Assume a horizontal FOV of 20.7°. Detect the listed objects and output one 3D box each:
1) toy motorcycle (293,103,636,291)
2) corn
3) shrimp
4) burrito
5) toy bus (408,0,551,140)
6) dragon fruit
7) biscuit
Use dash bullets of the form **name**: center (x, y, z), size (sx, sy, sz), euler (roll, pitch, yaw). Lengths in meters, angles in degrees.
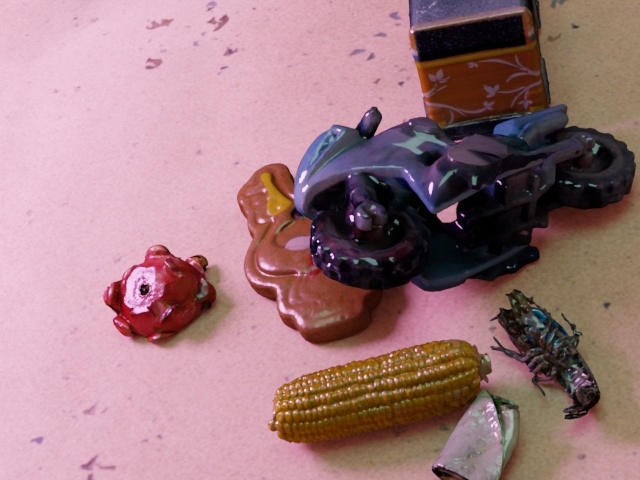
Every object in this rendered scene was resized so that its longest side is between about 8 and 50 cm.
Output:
- **toy motorcycle**: center (0.141, -0.070, 1.931), size (0.416, 0.172, 0.232), euler (-21, 42, -26)
- **corn**: center (0.061, 0.156, 1.807), size (0.238, 0.080, 0.080), euler (-15, 43, 6)
- **shrimp**: center (0.235, 0.124, 1.810), size (0.082, 0.076, 0.174), euler (-53, 45, 21)
- **burrito**: center (0.164, 0.203, 1.750), size (0.074, 0.044, 0.118), euler (18, 55, 29)
- **toy bus**: center (0.187, -0.290, 2.137), size (0.162, 0.194, 0.323), euler (-9, 44, 10)
- **dragon fruit**: center (-0.183, 0.054, 1.995), size (0.126, 0.068, 0.112), euler (-23, 44, -4)
- **biscuit**: center (-0.001, -0.002, 2.014), size (0.186, 0.044, 0.295), euler (-18, 43, 2)
